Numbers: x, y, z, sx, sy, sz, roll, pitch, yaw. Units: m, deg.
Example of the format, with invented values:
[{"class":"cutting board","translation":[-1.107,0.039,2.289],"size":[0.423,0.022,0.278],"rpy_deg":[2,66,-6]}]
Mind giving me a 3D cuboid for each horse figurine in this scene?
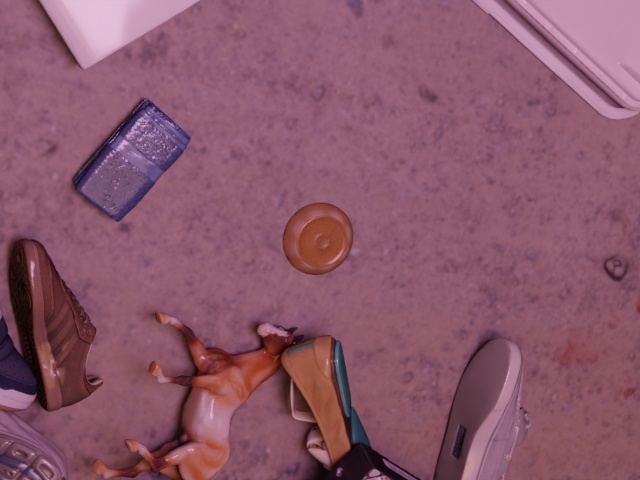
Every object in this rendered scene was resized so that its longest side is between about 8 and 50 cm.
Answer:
[{"class":"horse figurine","translation":[-0.138,0.193,1.233],"size":[0.174,0.066,0.263],"rpy_deg":[24,86,-45]}]

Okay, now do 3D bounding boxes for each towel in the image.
[{"class":"towel","translation":[-0.194,-0.081,1.175],"size":[0.067,0.029,0.119],"rpy_deg":[42,87,-23]}]

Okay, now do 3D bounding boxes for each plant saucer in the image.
[{"class":"plant saucer","translation":[0.000,0.000,1.271],"size":[0.083,0.015,0.083],"rpy_deg":[-5,105,-19]}]

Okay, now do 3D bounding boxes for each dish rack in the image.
[{"class":"dish rack","translation":[0.336,-0.321,1.280],"size":[0.333,0.072,0.285],"rpy_deg":[36,89,-25]}]

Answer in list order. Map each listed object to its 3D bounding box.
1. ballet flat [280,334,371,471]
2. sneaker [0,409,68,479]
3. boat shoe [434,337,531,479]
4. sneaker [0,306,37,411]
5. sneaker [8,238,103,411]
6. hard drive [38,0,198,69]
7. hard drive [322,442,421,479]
[{"class":"ballet flat","translation":[0.009,0.203,1.295],"size":[0.073,0.080,0.232],"rpy_deg":[-10,120,10]},{"class":"sneaker","translation":[-0.381,0.186,1.137],"size":[0.297,0.129,0.111],"rpy_deg":[37,92,-5]},{"class":"boat shoe","translation":[0.206,0.224,1.373],"size":[0.081,0.079,0.227],"rpy_deg":[9,106,-28]},{"class":"sneaker","translation":[-0.347,0.033,1.112],"size":[0.153,0.099,0.282],"rpy_deg":[-44,110,-2]},{"class":"sneaker","translation":[-0.272,0.081,1.180],"size":[0.071,0.066,0.188],"rpy_deg":[-17,115,-32]},{"class":"hard drive","translation":[-0.222,-0.375,1.081],"size":[0.233,0.047,0.353],"rpy_deg":[-33,111,-9]},{"class":"hard drive","translation":[0.021,0.416,1.317],"size":[0.237,0.064,0.339],"rpy_deg":[38,100,-30]}]
